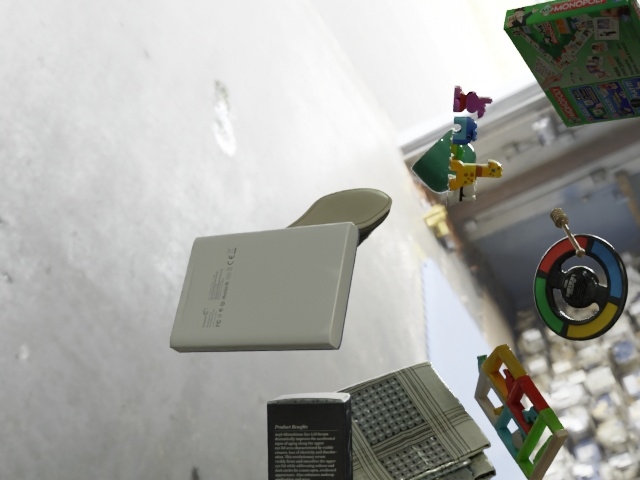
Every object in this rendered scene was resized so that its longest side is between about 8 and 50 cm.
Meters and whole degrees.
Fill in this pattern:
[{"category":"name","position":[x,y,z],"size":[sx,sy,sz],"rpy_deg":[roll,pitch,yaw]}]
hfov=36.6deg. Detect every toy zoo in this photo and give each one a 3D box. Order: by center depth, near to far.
[{"category":"toy zoo","position":[0.422,0.363,2.125],"size":[0.293,0.030,0.192],"rpy_deg":[59,-29,36]}]

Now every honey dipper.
[{"category":"honey dipper","position":[0.508,-0.014,1.977],"size":[0.030,0.030,0.161],"rpy_deg":[53,12,-31]}]

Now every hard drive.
[{"category":"hard drive","position":[-0.096,0.082,1.614],"size":[0.040,0.318,0.210],"rpy_deg":[41,52,-49]}]

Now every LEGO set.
[{"category":"LEGO set","position":[0.282,-0.157,1.752],"size":[0.087,0.093,0.227],"rpy_deg":[-77,168,-65]}]

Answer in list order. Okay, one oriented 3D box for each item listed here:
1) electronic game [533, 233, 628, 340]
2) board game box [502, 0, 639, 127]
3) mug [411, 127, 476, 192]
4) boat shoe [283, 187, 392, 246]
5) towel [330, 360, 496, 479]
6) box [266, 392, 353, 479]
[{"category":"electronic game","position":[0.552,0.100,2.068],"size":[0.048,0.229,0.229],"rpy_deg":[7,57,-41]},{"category":"board game box","position":[0.479,-0.310,1.691],"size":[0.317,0.213,0.046],"rpy_deg":[40,55,-47]},{"category":"mug","position":[0.277,-0.166,2.115],"size":[0.097,0.129,0.158],"rpy_deg":[46,10,4]},{"category":"boat shoe","position":[0.000,0.000,1.811],"size":[0.335,0.096,0.112],"rpy_deg":[-30,54,-35]},{"category":"towel","position":[0.152,0.391,1.936],"size":[0.324,0.312,0.056],"rpy_deg":[-122,-158,-46]},{"category":"box","position":[-0.011,0.317,1.337],"size":[0.153,0.108,0.207],"rpy_deg":[55,33,-81]}]
